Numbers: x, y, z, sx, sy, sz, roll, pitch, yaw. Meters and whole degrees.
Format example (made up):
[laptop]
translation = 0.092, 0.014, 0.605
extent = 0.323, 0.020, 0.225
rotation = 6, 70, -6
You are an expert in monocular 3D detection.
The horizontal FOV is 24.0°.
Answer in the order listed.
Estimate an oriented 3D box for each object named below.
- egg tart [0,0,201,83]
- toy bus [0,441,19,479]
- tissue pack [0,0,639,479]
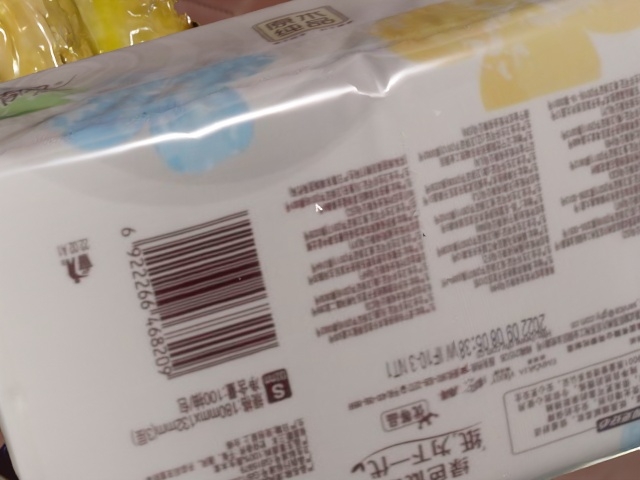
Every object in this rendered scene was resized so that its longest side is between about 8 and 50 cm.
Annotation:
[egg tart]
translation = -0.190, -0.110, 1.040
extent = 0.178, 0.443, 0.443
rotation = -24, 140, -18
[toy bus]
translation = -0.186, 0.223, 1.177
extent = 0.114, 0.098, 0.201
rotation = -50, 145, -26
[tissue pack]
translation = 0.000, 0.000, 0.503
extent = 0.229, 0.145, 0.159
rotation = -17, 111, -10
